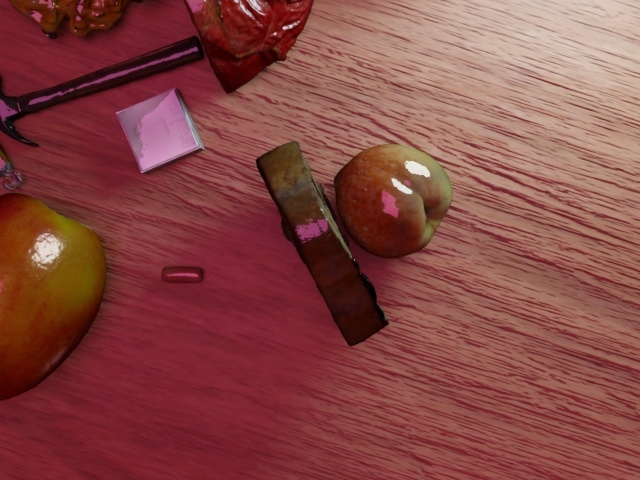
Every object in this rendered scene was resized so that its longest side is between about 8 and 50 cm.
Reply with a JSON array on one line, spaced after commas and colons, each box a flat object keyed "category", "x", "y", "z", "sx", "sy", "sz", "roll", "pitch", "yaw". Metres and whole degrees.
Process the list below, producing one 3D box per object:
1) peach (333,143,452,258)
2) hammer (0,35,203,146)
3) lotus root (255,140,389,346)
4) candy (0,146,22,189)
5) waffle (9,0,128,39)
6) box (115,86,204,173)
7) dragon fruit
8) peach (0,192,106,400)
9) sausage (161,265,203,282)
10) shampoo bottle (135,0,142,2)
[{"category": "peach", "x": 0.126, "y": -0.082, "z": 1.582, "sx": 0.233, "sy": 0.232, "sz": 0.232, "roll": 0, "pitch": 92, "yaw": 2}, {"category": "hammer", "x": -0.446, "y": -0.318, "z": 1.653, "sx": 0.440, "sy": 0.044, "sz": 0.168, "roll": -19, "pitch": 91, "yaw": 3}, {"category": "lotus root", "x": 0.000, "y": 0.000, "z": 1.499, "sx": 0.111, "sy": 0.375, "sz": 0.390, "roll": -26, "pitch": 79, "yaw": -2}, {"category": "candy", "x": -0.660, "y": -0.179, "z": 1.665, "sx": 0.053, "sy": 0.046, "sz": 0.182, "roll": -32, "pitch": 96, "yaw": -1}, {"category": "waffle", "x": -0.472, "y": -0.603, "z": 1.597, "sx": 0.379, "sy": 0.095, "sz": 0.382, "roll": -43, "pitch": 101, "yaw": -8}, {"category": "box", "x": -0.317, "y": -0.216, "z": 1.650, "sx": 0.129, "sy": 0.051, "sz": 0.130, "roll": -23, "pitch": 90, "yaw": 3}, {"category": "dragon fruit", "x": -0.146, "y": -0.506, "z": 1.588, "sx": 0.330, "sy": 0.302, "sz": 0.240, "roll": -41, "pitch": 58, "yaw": -13}, {"category": "peach", "x": -0.564, "y": 0.119, "z": 1.553, "sx": 0.242, "sy": 0.306, "sz": 0.380, "roll": 27, "pitch": 88, "yaw": 8}, {"category": "sausage", "x": -0.276, "y": 0.069, "z": 1.667, "sx": 0.083, "sy": 0.034, "sz": 0.034, "roll": 2, "pitch": 92, "yaw": 2}, {"category": "shampoo bottle", "x": -0.281, "y": -0.571, "z": 1.578, "sx": 0.260, "sy": 0.064, "sz": 0.102, "roll": -46, "pitch": 126, "yaw": -14}]
